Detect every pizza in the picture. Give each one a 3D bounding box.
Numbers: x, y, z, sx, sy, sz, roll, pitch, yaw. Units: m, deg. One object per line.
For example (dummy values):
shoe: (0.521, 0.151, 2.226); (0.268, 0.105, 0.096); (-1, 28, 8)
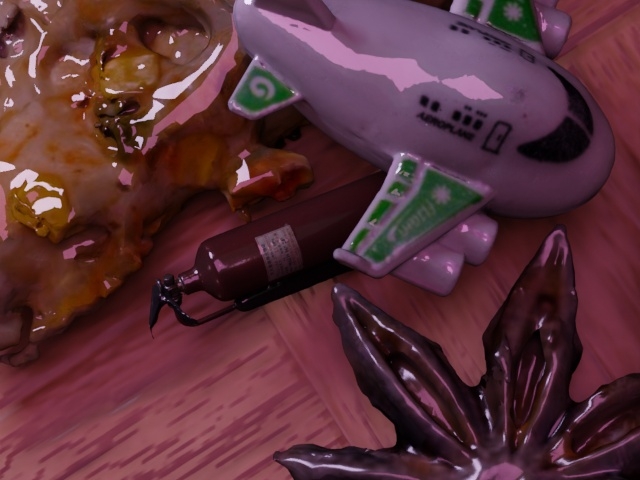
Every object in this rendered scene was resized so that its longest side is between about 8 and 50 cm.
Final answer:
pizza: (-0.084, -0.076, 0.810); (0.297, 0.071, 0.189); (-43, 78, -4)

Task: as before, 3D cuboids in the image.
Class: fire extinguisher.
fire extinguisher: (0.000, 0.000, 0.790); (0.173, 0.049, 0.035); (-21, 81, -13)

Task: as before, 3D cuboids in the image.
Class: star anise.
star anise: (0.086, 0.122, 0.743); (0.230, 0.081, 0.262); (-29, 65, -10)

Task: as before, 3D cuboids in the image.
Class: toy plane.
toy plane: (0.044, -0.063, 0.745); (0.174, 0.080, 0.174); (4, 77, -16)
